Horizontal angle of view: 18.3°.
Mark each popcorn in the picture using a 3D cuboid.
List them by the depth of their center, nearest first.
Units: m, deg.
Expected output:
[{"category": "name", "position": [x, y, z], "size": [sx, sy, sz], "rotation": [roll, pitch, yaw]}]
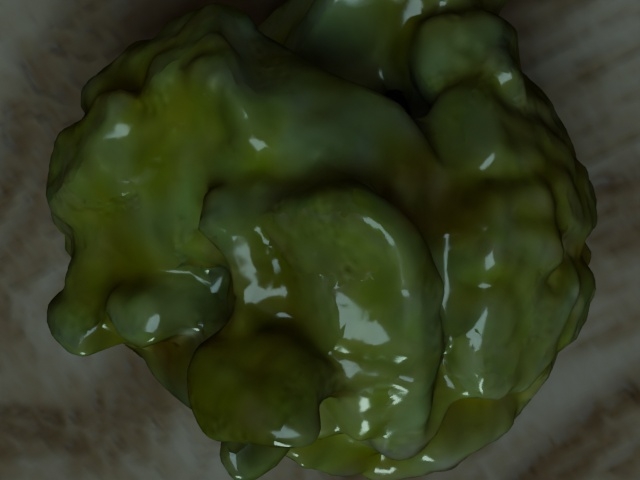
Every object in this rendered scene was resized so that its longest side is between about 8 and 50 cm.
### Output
[{"category": "popcorn", "position": [0.000, -0.001, 0.679], "size": [0.187, 0.185, 0.167], "rotation": [-13, 142, -23]}]
